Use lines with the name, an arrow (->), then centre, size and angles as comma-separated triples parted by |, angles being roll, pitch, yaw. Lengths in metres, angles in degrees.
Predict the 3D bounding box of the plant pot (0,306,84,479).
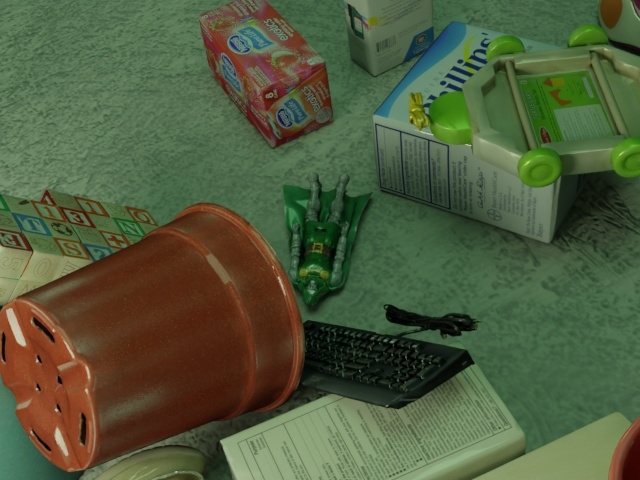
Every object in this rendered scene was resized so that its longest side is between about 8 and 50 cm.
plant pot -> -0.435, 0.186, 1.259 | 0.290, 0.195, 0.290 | -5, 46, 5

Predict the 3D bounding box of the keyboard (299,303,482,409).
keyboard -> 0.064, 0.126, 1.244 | 0.202, 0.033, 0.317 | -27, 17, -31

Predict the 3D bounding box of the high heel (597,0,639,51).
high heel -> 0.565, -0.355, 1.726 | 0.117, 0.082, 0.244 | 7, 26, -24

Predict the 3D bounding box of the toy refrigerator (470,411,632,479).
toy refrigerator -> 0.241, 0.300, 1.114 | 0.270, 0.094, 0.102 | -22, 40, -13

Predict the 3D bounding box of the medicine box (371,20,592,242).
medicine box -> 0.265, -0.170, 1.526 | 0.289, 0.149, 0.263 | 20, 52, 25

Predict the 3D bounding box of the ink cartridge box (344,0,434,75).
ink cartridge box -> 0.114, -0.409, 1.725 | 0.134, 0.231, 0.078 | -29, 49, -18

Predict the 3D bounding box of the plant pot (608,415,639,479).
plant pot -> 0.394, 0.316, 0.953 | 0.275, 0.243, 0.275 | -2, 40, 2

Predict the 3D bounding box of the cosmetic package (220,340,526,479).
cosmetic package -> 0.062, 0.254, 1.170 | 0.310, 0.113, 0.160 | -21, 46, -10

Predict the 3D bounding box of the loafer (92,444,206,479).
loafer -> -0.244, 0.325, 1.164 | 0.269, 0.102, 0.092 | -25, 57, -18

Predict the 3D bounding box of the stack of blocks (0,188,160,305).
stack of blocks -> -0.333, 0.015, 1.360 | 0.297, 0.087, 0.171 | 12, 26, -45

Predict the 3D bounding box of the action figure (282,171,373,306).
action figure -> 0.000, 0.000, 1.468 | 0.137, 0.063, 0.232 | 2, 50, 6

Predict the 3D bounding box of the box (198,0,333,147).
box -> -0.094, -0.289, 1.714 | 0.123, 0.128, 0.257 | -25, 48, -15

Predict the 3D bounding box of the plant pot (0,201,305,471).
plant pot -> -0.205, 0.121, 1.178 | 0.265, 0.272, 0.272 | -22, 43, -41

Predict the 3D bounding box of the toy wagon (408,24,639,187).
toy wagon -> 0.290, -0.177, 1.378 | 0.345, 0.068, 0.267 | -7, 46, 3
